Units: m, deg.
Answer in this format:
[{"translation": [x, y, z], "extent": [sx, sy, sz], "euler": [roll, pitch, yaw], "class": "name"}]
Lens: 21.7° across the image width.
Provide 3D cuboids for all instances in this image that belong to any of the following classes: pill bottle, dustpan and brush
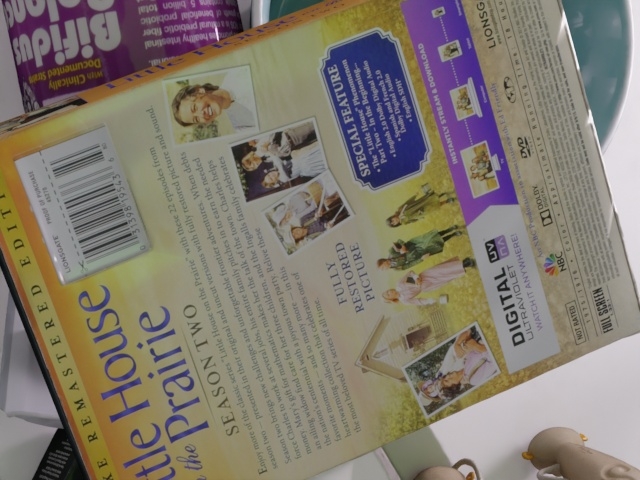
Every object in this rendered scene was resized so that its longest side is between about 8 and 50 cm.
[{"translation": [-0.136, -0.125, 1.213], "extent": [0.169, 0.169, 0.301], "euler": [-12, 91, -21], "class": "pill bottle"}, {"translation": [-0.127, 0.088, 1.241], "extent": [0.211, 0.060, 0.147], "euler": [23, 45, -28], "class": "dustpan and brush"}]

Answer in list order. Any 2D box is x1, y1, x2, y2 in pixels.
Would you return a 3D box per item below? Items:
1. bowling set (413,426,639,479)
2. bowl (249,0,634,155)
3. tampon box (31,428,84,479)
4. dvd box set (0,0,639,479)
[{"translation": [0.125, 0.279, 1.325], "extent": [0.287, 0.154, 0.200], "euler": [-9, 109, -23], "class": "bowling set"}, {"translation": [0.068, -0.152, 1.296], "extent": [0.311, 0.163, 0.312], "euler": [2, 86, -21], "class": "bowl"}, {"translation": [-0.165, 0.235, 1.217], "extent": [0.120, 0.101, 0.161], "euler": [29, 78, -16], "class": "tampon box"}, {"translation": [0.000, 0.000, 1.149], "extent": [0.420, 0.062, 0.308], "euler": [-23, 107, -13], "class": "dvd box set"}]
